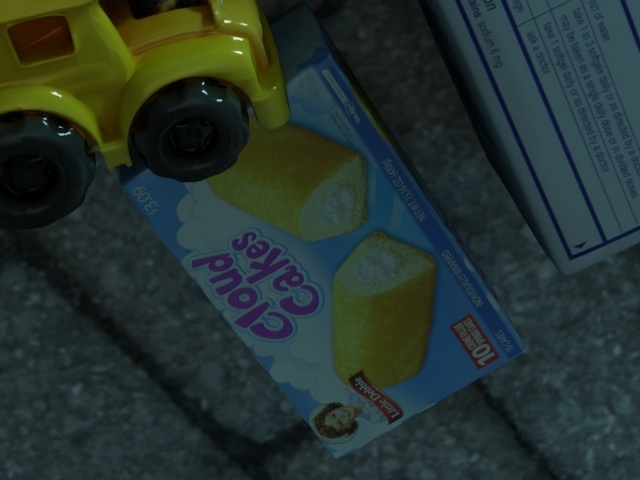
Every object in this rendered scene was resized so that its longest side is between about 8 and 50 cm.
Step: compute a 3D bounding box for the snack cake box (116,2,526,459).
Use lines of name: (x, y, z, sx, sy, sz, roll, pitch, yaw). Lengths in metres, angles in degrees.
snack cake box: (0.000, 0.000, 1.107, 0.152, 0.089, 0.264, -32, 121, 7)

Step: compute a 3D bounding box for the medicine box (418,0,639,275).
medicine box: (0.207, -0.169, 1.015, 0.289, 0.149, 0.263, -26, 122, 3)

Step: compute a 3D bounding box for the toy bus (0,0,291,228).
toy bus: (-0.142, -0.138, 0.940, 0.220, 0.149, 0.211, -15, 133, -5)
